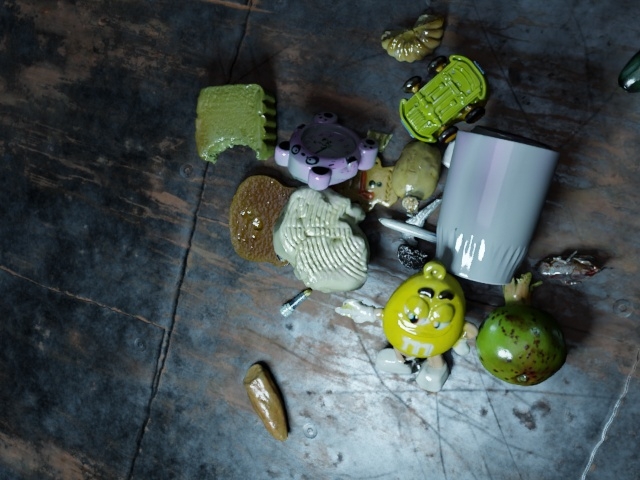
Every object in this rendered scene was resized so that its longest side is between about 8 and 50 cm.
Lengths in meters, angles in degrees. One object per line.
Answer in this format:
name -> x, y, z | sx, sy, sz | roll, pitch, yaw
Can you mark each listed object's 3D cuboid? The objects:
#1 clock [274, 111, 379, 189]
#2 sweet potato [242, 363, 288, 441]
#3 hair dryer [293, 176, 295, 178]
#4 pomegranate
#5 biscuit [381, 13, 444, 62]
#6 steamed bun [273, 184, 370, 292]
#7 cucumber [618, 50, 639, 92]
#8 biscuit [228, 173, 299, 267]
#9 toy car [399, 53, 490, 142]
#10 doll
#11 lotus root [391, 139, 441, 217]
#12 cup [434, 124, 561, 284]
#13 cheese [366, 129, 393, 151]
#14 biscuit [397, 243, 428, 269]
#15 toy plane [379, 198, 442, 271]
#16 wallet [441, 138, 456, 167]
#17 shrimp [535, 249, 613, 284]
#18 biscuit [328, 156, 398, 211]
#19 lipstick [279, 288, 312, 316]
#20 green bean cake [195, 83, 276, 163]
clock -> 0.014, -0.246, 1.699 | 0.227, 0.248, 0.090 | 37, 141, 25
sweet potato -> -0.167, 0.508, 1.892 | 0.097, 0.097, 0.251 | -25, 83, 19
hair dryer -> -0.057, -0.263, 1.835 | 0.071, 0.047, 0.150 | -9, 84, 21
pomegranate -> 0.539, 0.236, 1.585 | 0.231, 0.231, 0.286 | 24, 72, 16
biscuit -> 0.261, -0.561, 1.695 | 0.183, 0.061, 0.118 | -15, 90, 19
steamed bun -> 0.000, 0.000, 1.736 | 0.275, 0.206, 0.320 | -14, 91, -12
cucumber -> 0.854, -0.452, 1.496 | 0.244, 0.063, 0.115 | -38, 80, 19
biscuit -> -0.163, -0.064, 1.878 | 0.257, 0.049, 0.273 | 14, 99, 15
toy car -> 0.340, -0.374, 1.635 | 0.248, 0.142, 0.200 | -35, 80, 27
doll -> 0.247, 0.239, 1.630 | 0.348, 0.161, 0.423 | -15, 126, 28
lotus root -> 0.262, -0.176, 1.681 | 0.125, 0.118, 0.220 | 11, 80, 44
cup -> 0.432, -0.093, 1.533 | 0.253, 0.253, 0.371 | 15, 101, 18
cheese -> 0.173, -0.284, 1.752 | 0.084, 0.041, 0.060 | 13, 91, 39
biscuit -> 0.259, 0.043, 1.718 | 0.089, 0.027, 0.087 | -15, 111, 40
toy plane -> 0.274, -0.024, 1.724 | 0.226, 0.058, 0.226 | 23, 112, 21
wallet -> 0.427, -0.206, 1.673 | 0.190, 0.033, 0.095 | 37, 103, 13
shrimp -> 0.663, 0.072, 1.590 | 0.190, 0.073, 0.075 | -5, 135, 29
biscuit -> 0.123, -0.170, 1.780 | 0.226, 0.036, 0.166 | 13, 99, 18
lipstick -> -0.073, 0.188, 1.871 | 0.116, 0.037, 0.037 | -41, 80, 13
green bean cake -> -0.252, -0.350, 1.852 | 0.236, 0.124, 0.233 | 2, 93, 19
